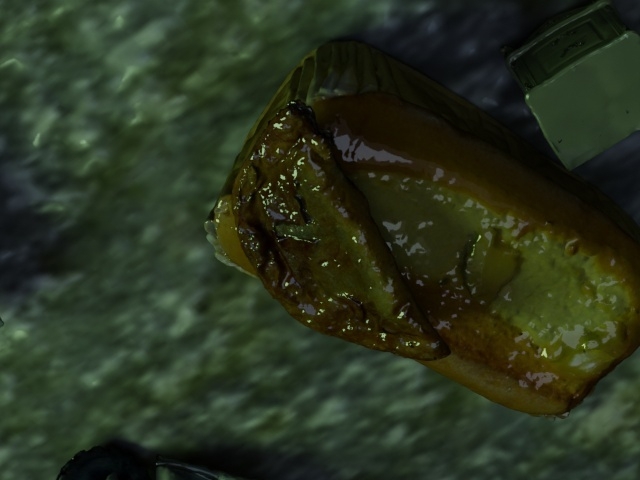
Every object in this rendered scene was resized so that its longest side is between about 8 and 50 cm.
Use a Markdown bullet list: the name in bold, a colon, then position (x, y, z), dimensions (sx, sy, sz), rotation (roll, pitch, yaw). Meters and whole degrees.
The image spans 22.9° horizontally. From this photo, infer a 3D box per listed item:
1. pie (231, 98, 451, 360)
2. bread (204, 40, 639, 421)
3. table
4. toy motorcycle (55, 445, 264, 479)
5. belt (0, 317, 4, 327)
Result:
- **pie**: position (-0.001, 0.002, 0.919), dimensions (0.088, 0.033, 0.191), rotation (-18, 120, 23)
- **bread**: position (0.078, -0.003, 1.006), dimensions (0.288, 0.119, 0.152), rotation (29, 115, -19)
- **table**: position (0.163, -0.102, 0.979), dimensions (0.079, 0.083, 0.062), rotation (-30, 117, 9)
- **toy motorcycle**: position (-0.079, 0.258, 1.080), dimensions (0.239, 0.204, 0.108), rotation (13, 132, -7)
- **belt**: position (-0.298, -0.047, 0.964), dimensions (0.072, 0.087, 0.302), rotation (-31, 117, -3)
